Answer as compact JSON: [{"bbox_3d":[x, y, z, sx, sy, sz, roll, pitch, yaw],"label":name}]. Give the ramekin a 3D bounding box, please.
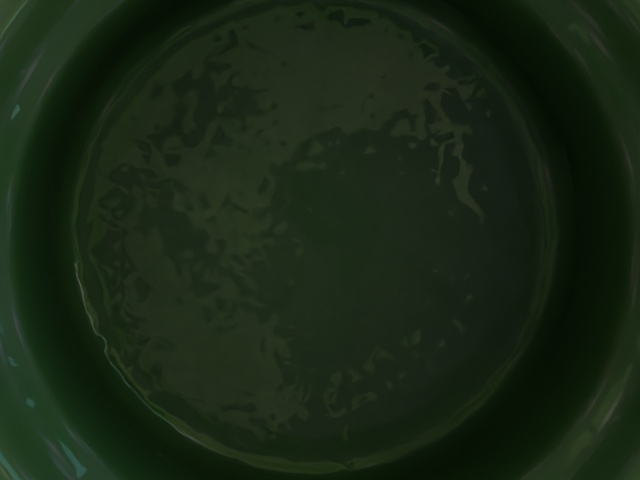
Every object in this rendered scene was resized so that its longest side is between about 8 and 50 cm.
[{"bbox_3d":[0.000,0.000,0.504,0.303,0.148,0.303,0,-87,-3],"label":"ramekin"}]
